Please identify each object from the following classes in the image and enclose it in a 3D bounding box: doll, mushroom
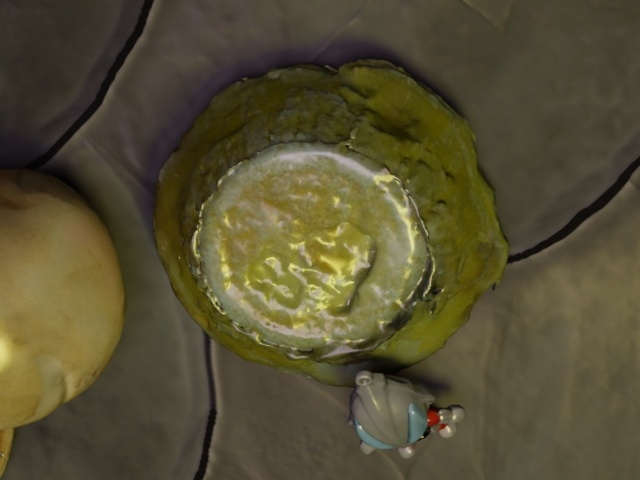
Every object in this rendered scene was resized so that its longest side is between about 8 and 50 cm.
[{"bbox_3d":[0.039,0.096,0.806,0.057,0.114,0.039,6,71,25],"label":"doll"},{"bbox_3d":[-0.175,0.032,0.803,0.148,0.112,0.148,-8,105,-33],"label":"mushroom"}]

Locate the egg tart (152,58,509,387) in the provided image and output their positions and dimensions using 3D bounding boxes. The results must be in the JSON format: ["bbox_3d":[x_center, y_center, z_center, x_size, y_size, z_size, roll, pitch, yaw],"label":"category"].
[{"bbox_3d":[0.000,0.000,0.792,0.197,0.078,0.197,3,109,9],"label":"egg tart"}]

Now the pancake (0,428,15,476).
[{"bbox_3d":[-0.256,0.105,0.884,0.158,0.028,0.158,3,111,8],"label":"pancake"}]
